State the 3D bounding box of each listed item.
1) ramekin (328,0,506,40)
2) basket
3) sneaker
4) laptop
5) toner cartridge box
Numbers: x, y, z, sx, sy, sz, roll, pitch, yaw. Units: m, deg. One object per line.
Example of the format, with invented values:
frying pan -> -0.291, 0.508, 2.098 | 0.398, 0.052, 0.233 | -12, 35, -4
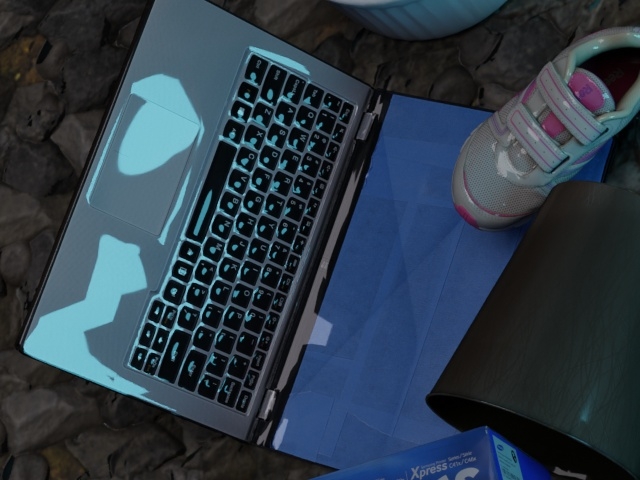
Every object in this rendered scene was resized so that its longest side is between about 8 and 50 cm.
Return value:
ramekin -> 0.094, -0.335, 1.789 | 0.277, 0.135, 0.277 | -10, 67, 24
basket -> 0.221, 0.075, 1.560 | 0.204, 0.154, 0.227 | 26, 72, -13
sneaker -> 0.216, -0.113, 1.623 | 0.103, 0.111, 0.252 | 43, 82, 6
laptop -> 0.000, 0.000, 1.659 | 0.236, 0.408, 0.382 | -3, 65, 61
toner cartridge box -> 0.020, 0.259, 1.545 | 0.347, 0.165, 0.075 | -19, 62, 18
